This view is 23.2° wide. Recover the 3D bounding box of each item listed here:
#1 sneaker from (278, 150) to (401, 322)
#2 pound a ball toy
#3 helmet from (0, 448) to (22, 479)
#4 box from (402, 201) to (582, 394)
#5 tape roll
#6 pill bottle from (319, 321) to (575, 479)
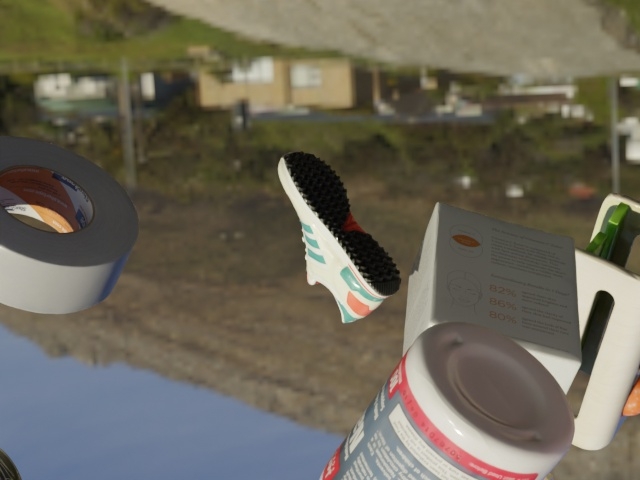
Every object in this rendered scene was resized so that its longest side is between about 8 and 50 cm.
[{"bbox_3d":[0.000,0.000,1.360,0.057,0.161,0.075,-17,157,-47],"label":"sneaker"},{"bbox_3d":[0.306,0.139,1.733,0.136,0.319,0.208,25,-136,18],"label":"pound a ball toy"},{"bbox_3d":[-0.432,0.305,1.830,0.169,0.161,0.169,-17,-178,0],"label":"helmet"},{"bbox_3d":[0.144,0.065,1.322,0.130,0.091,0.170,15,-143,-4],"label":"box"},{"bbox_3d":[-0.312,-0.020,1.702,0.219,0.072,0.219,20,-147,-14],"label":"tape roll"},{"bbox_3d":[0.060,0.145,0.925,0.108,0.180,0.108,23,-147,-16],"label":"pill bottle"}]
